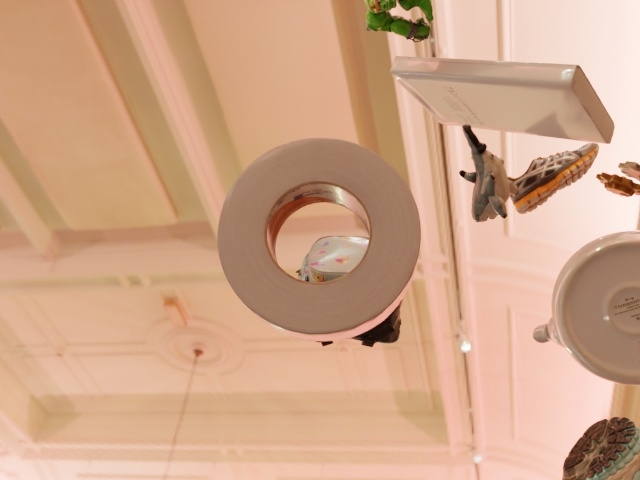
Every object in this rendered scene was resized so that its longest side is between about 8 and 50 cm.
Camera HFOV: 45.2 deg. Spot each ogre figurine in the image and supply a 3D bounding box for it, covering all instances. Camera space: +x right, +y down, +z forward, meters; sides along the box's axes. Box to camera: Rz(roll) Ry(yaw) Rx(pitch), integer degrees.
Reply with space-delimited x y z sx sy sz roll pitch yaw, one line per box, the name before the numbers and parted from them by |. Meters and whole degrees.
ogre figurine | 0.128 -0.419 1.291 0.118 0.096 0.197 -11 -25 -1

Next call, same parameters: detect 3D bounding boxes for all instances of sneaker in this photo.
sneaker | 0.325 0.359 0.938 0.122 0.283 0.110 45 -5 -6
sneaker | 0.482 -0.146 1.601 0.215 0.083 0.084 -33 -25 2

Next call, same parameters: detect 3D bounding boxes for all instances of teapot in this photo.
teapot | 0.492 0.099 1.205 0.256 0.187 0.252 23 -81 20

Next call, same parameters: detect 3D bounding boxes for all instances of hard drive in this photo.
hard drive | 0.332 -0.261 1.411 0.353 0.047 0.233 15 -9 39

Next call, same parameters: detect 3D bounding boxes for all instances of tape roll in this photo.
tape roll | 0.000 0.000 0.851 0.219 0.219 0.072 3 -15 6

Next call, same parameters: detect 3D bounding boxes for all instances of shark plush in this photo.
shark plush | 0.234 -0.092 1.131 0.067 0.073 0.161 -3 -43 35

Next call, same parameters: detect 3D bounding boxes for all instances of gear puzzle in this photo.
gear puzzle | 0.567 -0.070 1.230 0.176 0.044 0.339 24 1 -28

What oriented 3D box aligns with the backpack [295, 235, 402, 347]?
backpack | 0.043 0.070 1.221 0.166 0.188 0.144 0 -73 -3
